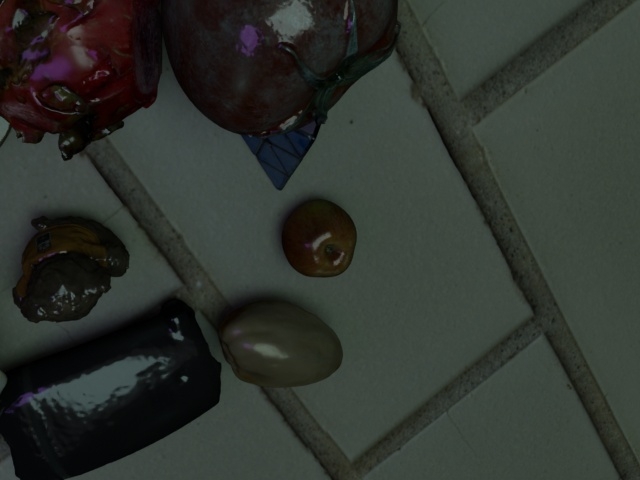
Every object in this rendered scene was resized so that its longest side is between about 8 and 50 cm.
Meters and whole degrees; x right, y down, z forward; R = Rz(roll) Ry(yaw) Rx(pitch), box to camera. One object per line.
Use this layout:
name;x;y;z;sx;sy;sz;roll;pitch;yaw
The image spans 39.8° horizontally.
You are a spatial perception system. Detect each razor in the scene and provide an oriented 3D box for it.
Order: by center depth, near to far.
razor;-0.326;0.239;1.380;0.348;0.113;0.205;-23;113;-13

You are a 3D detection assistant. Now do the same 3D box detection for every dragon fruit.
dragon fruit;-0.355;-0.250;1.120;0.290;0.250;0.269;4;101;2

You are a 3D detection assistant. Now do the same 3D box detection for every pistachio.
pistachio;-0.068;0.171;1.449;0.215;0.144;0.144;13;104;-31

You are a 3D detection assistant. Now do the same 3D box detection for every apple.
apple;-0.002;-0.002;1.427;0.126;0.102;0.126;-7;110;-20

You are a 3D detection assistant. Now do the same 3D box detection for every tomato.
tomato;-0.051;-0.284;1.146;0.316;0.317;0.283;-39;81;-4

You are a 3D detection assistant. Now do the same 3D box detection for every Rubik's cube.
Rubik's cube;-0.066;-0.176;1.302;0.190;0.178;0.211;19;100;-23

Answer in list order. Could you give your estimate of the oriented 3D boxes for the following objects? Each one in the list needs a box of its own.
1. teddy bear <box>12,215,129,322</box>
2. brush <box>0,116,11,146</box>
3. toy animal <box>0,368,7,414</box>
teddy bear;-0.361;0.045;1.255;0.177;0.190;0.140;-25;122;-6
brush;-0.474;-0.108;1.248;0.070;0.021;0.196;24;98;-29
toy animal;-0.594;0.159;1.205;0.247;0.183;0.310;-42;118;-3
